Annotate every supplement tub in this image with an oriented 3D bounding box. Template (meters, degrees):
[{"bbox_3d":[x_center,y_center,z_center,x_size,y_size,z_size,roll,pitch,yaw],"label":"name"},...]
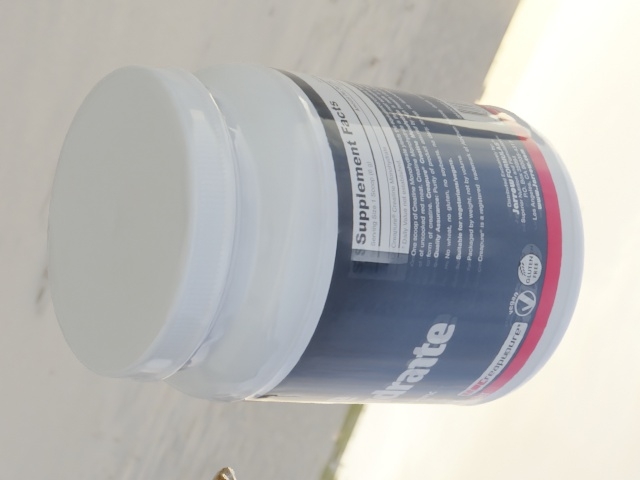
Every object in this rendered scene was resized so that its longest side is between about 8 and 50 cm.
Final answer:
[{"bbox_3d":[0.000,0.000,0.850,0.191,0.272,0.191,-10,-103,54],"label":"supplement tub"}]

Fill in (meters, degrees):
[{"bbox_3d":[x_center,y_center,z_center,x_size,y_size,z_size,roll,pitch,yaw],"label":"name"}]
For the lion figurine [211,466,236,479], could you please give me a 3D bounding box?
[{"bbox_3d":[-0.058,0.325,0.709,0.240,0.142,0.392,-92,-175,-80],"label":"lion figurine"}]
